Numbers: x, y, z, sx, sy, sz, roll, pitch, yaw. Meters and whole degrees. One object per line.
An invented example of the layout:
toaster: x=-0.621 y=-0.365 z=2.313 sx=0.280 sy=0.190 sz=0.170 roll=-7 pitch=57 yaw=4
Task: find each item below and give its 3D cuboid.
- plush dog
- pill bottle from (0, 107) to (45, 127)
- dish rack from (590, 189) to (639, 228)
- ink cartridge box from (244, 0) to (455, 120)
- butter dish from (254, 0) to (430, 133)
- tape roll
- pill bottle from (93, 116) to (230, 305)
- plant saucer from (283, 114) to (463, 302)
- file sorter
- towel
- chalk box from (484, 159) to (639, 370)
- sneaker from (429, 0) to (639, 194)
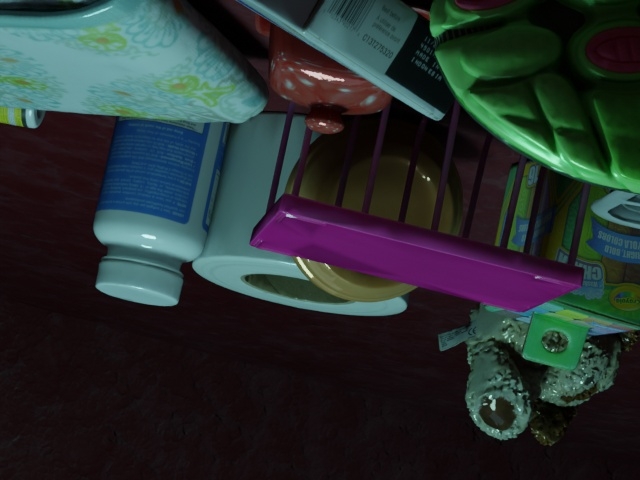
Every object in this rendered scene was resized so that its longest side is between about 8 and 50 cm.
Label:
plush dog: x=0.308 y=0.144 z=2.677 sx=0.225 sy=0.262 sz=0.210 roll=33 pitch=-170 yaw=-36
pill bottle: x=-0.358 y=-0.162 z=2.162 sx=0.116 sy=0.065 sz=0.065 roll=9 pitch=168 yaw=5
dish rack: x=0.458 y=-0.046 z=1.946 sx=0.333 sy=0.072 sz=0.285 roll=14 pitch=167 yaw=-10
ink cartridge box: x=-0.064 y=-0.212 z=1.493 sx=0.371 sy=0.069 sz=0.176 roll=32 pitch=-177 yaw=40
butter dish: x=0.013 y=-0.151 z=1.757 sx=0.160 sy=0.118 sz=0.160 roll=12 pitch=168 yaw=-2
tape roll: x=-0.008 y=-0.025 z=2.225 sx=0.246 sy=0.169 sz=0.246 roll=11 pitch=167 yaw=2
pill bottle: x=-0.176 y=-0.048 z=2.147 sx=0.124 sy=0.221 sz=0.124 roll=11 pitch=167 yaw=3
plant saucer: x=0.059 y=-0.029 z=2.074 sx=0.200 sy=0.200 sz=0.037 roll=16 pitch=-172 yaw=-21
file sorter: x=0.103 y=-0.061 z=1.934 sx=0.290 sy=0.182 sz=0.202 roll=14 pitch=168 yaw=-8
towel: x=-0.272 y=-0.201 z=1.878 sx=0.374 sy=0.090 sz=0.320 roll=6 pitch=170 yaw=22
chalk box: x=0.265 y=0.028 z=2.110 sx=0.132 sy=0.213 sz=0.132 roll=16 pitch=167 yaw=-20
sneaker: x=0.291 y=-0.105 z=1.459 sx=0.482 sy=0.185 sz=0.202 roll=7 pitch=172 yaw=-22
